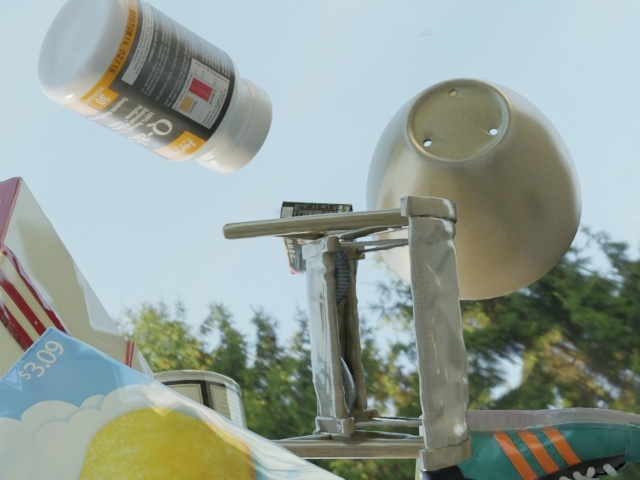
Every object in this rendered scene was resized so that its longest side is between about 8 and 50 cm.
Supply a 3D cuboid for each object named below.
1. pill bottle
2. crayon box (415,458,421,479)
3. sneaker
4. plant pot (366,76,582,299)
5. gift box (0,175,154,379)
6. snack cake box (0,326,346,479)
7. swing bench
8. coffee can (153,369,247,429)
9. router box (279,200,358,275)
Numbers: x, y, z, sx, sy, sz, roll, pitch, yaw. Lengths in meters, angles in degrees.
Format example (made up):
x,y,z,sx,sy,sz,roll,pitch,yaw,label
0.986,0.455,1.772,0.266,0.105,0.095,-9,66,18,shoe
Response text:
x,y,z,sx,sy,sz,roll,pitch,yaw,label
-0.202,-0.196,1.260,0.278,0.162,0.162,27,-90,-41,pill bottle
0.229,0.355,1.304,0.202,0.318,0.081,-12,-71,12,crayon box
0.264,0.268,1.181,0.108,0.302,0.121,41,-132,-60,sneaker
0.183,-0.093,1.244,0.284,0.284,0.191,-45,-31,-13,plant pot
-0.243,0.143,0.687,0.276,0.255,0.258,-14,-53,11,gift box
-0.104,0.167,0.315,0.264,0.152,0.089,-55,-12,-46,snack cake box
0.047,0.097,1.035,0.165,0.254,0.253,4,-99,-53,swing bench
-0.165,0.318,1.149,0.201,0.275,0.201,-11,-31,-7,coffee can
0.000,0.000,1.289,0.122,0.092,0.038,79,-165,-54,router box
